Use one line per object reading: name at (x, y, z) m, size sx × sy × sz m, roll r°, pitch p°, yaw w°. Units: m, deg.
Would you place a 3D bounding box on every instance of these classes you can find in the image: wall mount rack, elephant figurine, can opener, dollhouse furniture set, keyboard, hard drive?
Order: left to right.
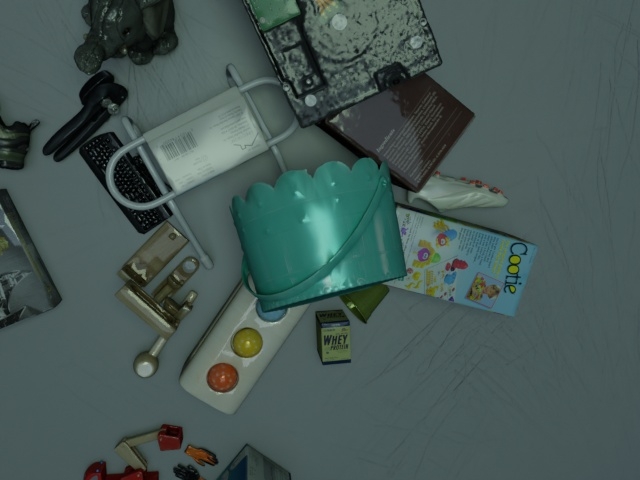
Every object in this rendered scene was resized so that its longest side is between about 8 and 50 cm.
can opener at (-0.412, -0.209, 1.017) m, size 0.186 × 0.073 × 0.059 m, roll -49°, pitch 141°, yaw 6°
elephant figurine at (-0.301, -0.360, 0.901) m, size 0.169 × 0.239 × 0.186 m, roll -20°, pitch 102°, yaw -3°
keyboard at (-0.344, -0.110, 1.047) m, size 0.100 × 0.038 × 0.192 m, roll -34°, pitch 104°, yaw 0°
dollhouse furniture set at (-0.272, 0.065, 1.027) m, size 0.144 × 0.151 × 0.123 m, roll 44°, pitch 92°, yaw -10°
wall mount rack at (-0.176, -0.123, 1.017) m, size 0.350 × 0.130 × 0.304 m, roll -28°, pitch 99°, yaw -7°
hard drive at (0.006, -0.366, 0.841) m, size 0.237 × 0.064 × 0.339 m, roll -24°, pitch 108°, yaw 9°

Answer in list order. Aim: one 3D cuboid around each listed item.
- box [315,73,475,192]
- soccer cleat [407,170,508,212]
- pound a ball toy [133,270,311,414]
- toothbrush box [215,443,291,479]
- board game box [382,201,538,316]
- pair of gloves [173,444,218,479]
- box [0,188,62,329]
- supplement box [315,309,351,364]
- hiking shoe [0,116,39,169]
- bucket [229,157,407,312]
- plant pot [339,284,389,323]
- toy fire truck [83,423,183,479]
box at (0.123, -0.213, 1.020) m, size 0.203 × 0.168 × 0.167 m, roll 36°, pitch 95°, yaw -13°
soccer cleat at (0.262, -0.086, 1.118) m, size 0.196 × 0.068 × 0.076 m, roll 14°, pitch 104°, yaw -3°
pound a ball toy at (-0.182, 0.173, 1.070) m, size 0.208 × 0.136 × 0.319 m, roll 34°, pitch 94°, yaw -12°
toothbrush box at (-0.186, 0.581, 1.105) m, size 0.126 × 0.216 × 0.295 m, roll 40°, pitch 93°, yaw -12°
board game box at (0.235, 0.029, 1.093) m, size 0.275 × 0.142 × 0.144 m, roll 15°, pitch 99°, yaw -10°
pair of gloves at (-0.254, 0.459, 1.178) m, size 0.074 × 0.010 × 0.083 m, roll 31°, pitch 98°, yaw -13°
box at (-0.603, 0.047, 1.033) m, size 0.183 × 0.056 × 0.231 m, roll -21°, pitch 103°, yaw -2°
supplement box at (0.024, 0.186, 1.125) m, size 0.056 × 0.083 × 0.083 m, roll -4°, pitch 100°, yaw -8°
hiking shoe at (-0.603, -0.206, 0.982) m, size 0.227 × 0.086 × 0.114 m, roll 23°, pitch 83°, yaw -16°
bucket at (0.000, 0.000, 0.926) m, size 0.281 × 0.281 × 0.183 m, roll -14°, pitch 82°, yaw -5°
plant pot at (0.089, 0.105, 1.128) m, size 0.079 × 0.083 × 0.083 m, roll -42°, pitch 103°, yaw -11°
toy fire truck at (-0.369, 0.437, 1.140) m, size 0.192 × 0.047 × 0.135 m, roll -1°, pitch 100°, yaw -6°
